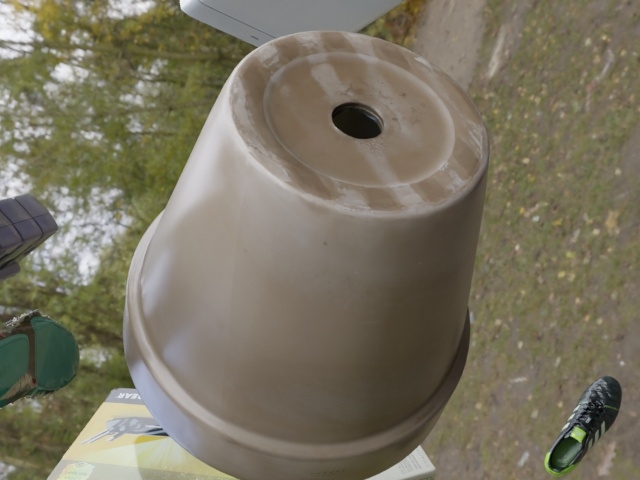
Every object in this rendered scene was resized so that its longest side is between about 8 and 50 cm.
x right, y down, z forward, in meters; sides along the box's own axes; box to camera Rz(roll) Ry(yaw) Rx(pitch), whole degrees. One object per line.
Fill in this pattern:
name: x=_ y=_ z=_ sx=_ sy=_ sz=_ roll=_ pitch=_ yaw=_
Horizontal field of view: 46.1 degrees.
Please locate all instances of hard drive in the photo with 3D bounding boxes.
hard drive: x=0.017 y=-0.355 z=0.969 sx=0.353 sy=0.233 sz=0.047 roll=-24 pitch=64 yaw=40

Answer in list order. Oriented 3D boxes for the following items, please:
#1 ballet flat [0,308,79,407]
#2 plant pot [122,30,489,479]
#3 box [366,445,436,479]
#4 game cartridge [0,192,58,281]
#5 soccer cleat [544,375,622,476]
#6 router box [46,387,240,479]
ballet flat: x=-0.294 y=0.109 z=0.683 sx=0.241 sy=0.077 sz=0.091 roll=78 pitch=-172 yaw=-84
plant pot: x=0.000 y=0.000 z=0.619 sx=0.280 sy=0.323 sz=0.323 roll=107 pitch=177 yaw=-51
box: x=0.072 y=0.447 z=1.353 sx=0.127 sy=0.232 sz=0.148 roll=-126 pitch=32 yaw=-52
game cartridge: x=-0.401 y=0.097 z=0.619 sx=0.355 sy=0.068 sz=0.230 roll=-37 pitch=9 yaw=10
soccer cleat: x=0.405 y=0.286 z=1.151 sx=0.179 sy=0.060 sz=0.072 roll=-56 pitch=-24 yaw=-1
router box: x=-0.215 y=0.326 z=1.091 sx=0.243 sy=0.309 sz=0.081 roll=-64 pitch=-32 yaw=-58
